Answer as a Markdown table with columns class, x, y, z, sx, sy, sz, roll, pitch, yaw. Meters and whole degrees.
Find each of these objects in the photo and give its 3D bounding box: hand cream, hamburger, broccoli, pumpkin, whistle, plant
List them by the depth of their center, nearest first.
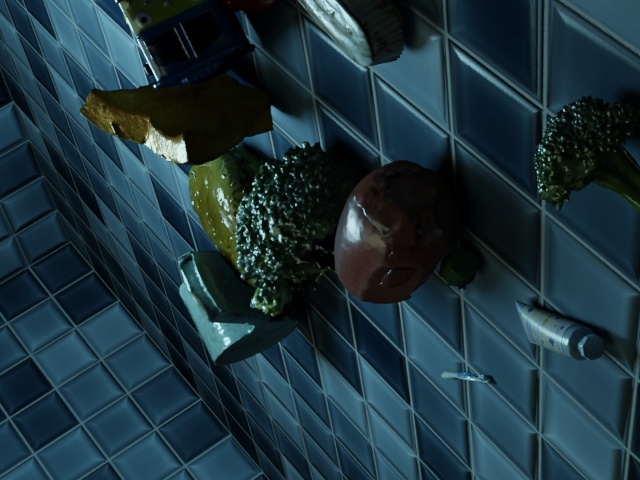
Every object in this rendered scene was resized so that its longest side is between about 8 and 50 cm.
| class | x | y | z | sx | sy | sz | roll | pitch | yaw |
| --- | --- | --- | --- | --- | --- | --- | --- | --- | --- |
| broccoli | 0.302 | -0.052 | 1.320 | 0.204 | 0.122 | 0.118 | 40 | 175 | 7 |
| hand cream | 0.297 | 0.116 | 1.676 | 0.065 | 0.043 | 0.170 | 68 | 164 | -15 |
| plant | 0.186 | 0.041 | 1.828 | 0.051 | 0.051 | 0.102 | 54 | 168 | 9 |
| broccoli | 0.000 | 0.000 | 2.044 | 0.247 | 0.263 | 0.243 | 6 | 166 | 30 |
| pumpkin | -0.200 | -0.222 | 2.118 | 0.258 | 0.290 | 0.095 | 27 | 136 | 28 |
| hamburger | -0.118 | -0.032 | 2.370 | 0.309 | 0.132 | 0.211 | 61 | 164 | -7 |
| whistle | -0.156 | 0.108 | 2.554 | 0.168 | 0.188 | 0.405 | 62 | 170 | 15 |

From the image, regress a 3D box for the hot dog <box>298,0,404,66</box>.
| class | x | y | z | sx | sy | sz | roll | pitch | yaw |
| --- | --- | --- | --- | --- | --- | --- | --- | --- | --- |
| hot dog | 0.009 | -0.321 | 1.645 | 0.268 | 0.075 | 0.144 | 50 | 166 | 11 |

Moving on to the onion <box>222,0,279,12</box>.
| class | x | y | z | sx | sy | sz | roll | pitch | yaw |
| --- | --- | --- | --- | --- | --- | --- | --- | --- | --- |
| onion | -0.091 | -0.364 | 1.766 | 0.131 | 0.131 | 0.131 | 49 | 160 | 24 |

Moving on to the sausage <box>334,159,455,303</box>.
| class | x | y | z | sx | sy | sz | roll | pitch | yaw |
| --- | --- | --- | --- | --- | --- | --- | --- | --- | --- |
| sausage | 0.097 | -0.007 | 1.806 | 0.152 | 0.152 | 0.280 | 53 | 162 | 12 |

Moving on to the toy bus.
| class | x | y | z | sx | sy | sz | roll | pitch | yaw |
| --- | --- | --- | --- | --- | --- | --- | --- | --- | --- |
| toy bus | -0.193 | -0.314 | 1.918 | 0.288 | 0.138 | 0.175 | -84 | -31 | -82 |

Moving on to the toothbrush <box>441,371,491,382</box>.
| class | x | y | z | sx | sy | sz | roll | pitch | yaw |
| --- | --- | --- | --- | --- | --- | --- | --- | --- | --- |
| toothbrush | 0.224 | 0.212 | 2.071 | 0.017 | 0.014 | 0.162 | 45 | 164 | -10 |
